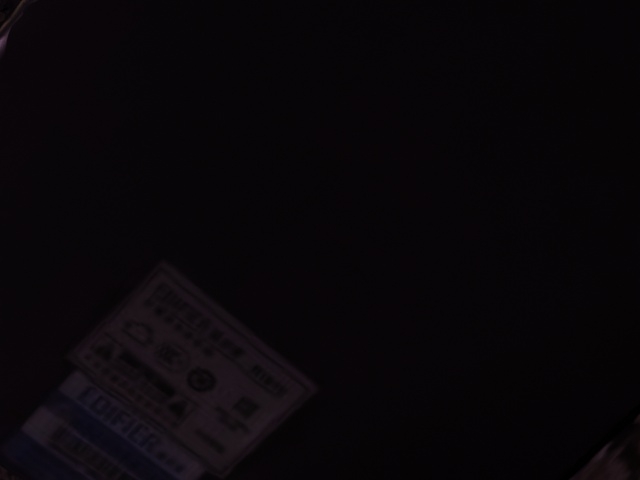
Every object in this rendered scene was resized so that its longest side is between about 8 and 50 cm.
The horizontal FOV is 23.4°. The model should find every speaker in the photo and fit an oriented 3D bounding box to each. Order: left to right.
[{"bbox_3d":[0.005,-0.050,0.437,0.254,0.184,0.232,-47,14,19],"label":"speaker"}]
